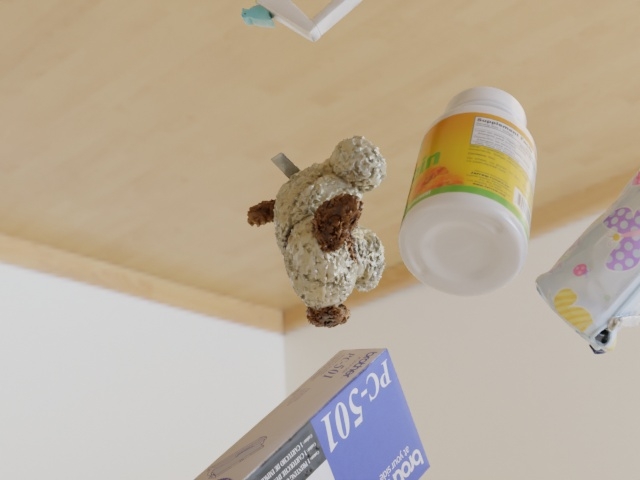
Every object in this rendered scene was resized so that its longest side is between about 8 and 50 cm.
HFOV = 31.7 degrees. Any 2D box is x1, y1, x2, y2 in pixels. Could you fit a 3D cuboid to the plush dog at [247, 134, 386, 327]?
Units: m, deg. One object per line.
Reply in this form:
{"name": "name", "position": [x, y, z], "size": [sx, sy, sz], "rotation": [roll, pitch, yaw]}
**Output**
{"name": "plush dog", "position": [0.000, 0.000, 1.655], "size": [0.210, 0.225, 0.263], "rotation": [-3, 122, -4]}

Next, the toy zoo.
{"name": "toy zoo", "position": [0.004, -0.399, 1.547], "size": [0.293, 0.192, 0.030], "rotation": [-41, 156, -4]}

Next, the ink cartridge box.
{"name": "ink cartridge box", "position": [-0.012, 0.159, 0.716], "size": [0.046, 0.097, 0.207], "rotation": [-7, -160, 40]}

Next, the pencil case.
{"name": "pencil case", "position": [0.354, -0.007, 1.208], "size": [0.113, 0.273, 0.124], "rotation": [40, -172, -8]}

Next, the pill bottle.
{"name": "pill bottle", "position": [0.172, -0.066, 1.268], "size": [0.136, 0.246, 0.136], "rotation": [8, 132, 9]}
